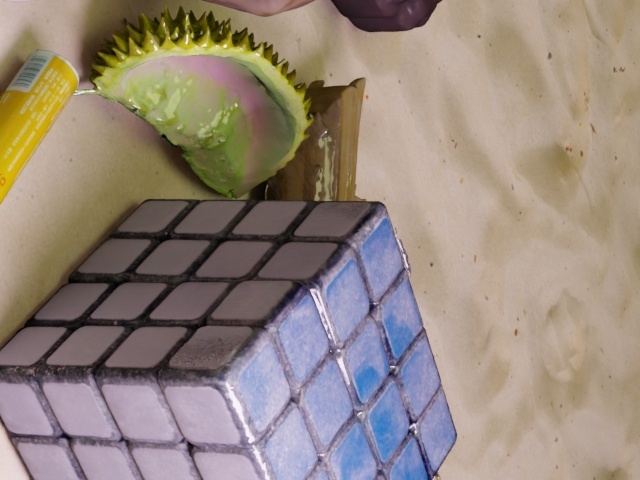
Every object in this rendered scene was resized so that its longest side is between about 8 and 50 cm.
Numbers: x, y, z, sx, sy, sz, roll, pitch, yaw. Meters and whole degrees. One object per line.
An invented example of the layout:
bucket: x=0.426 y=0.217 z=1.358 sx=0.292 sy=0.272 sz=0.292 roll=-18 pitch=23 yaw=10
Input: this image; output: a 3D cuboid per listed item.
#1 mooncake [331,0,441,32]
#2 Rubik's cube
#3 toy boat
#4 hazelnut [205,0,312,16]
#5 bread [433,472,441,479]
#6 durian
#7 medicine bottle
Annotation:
mooncake: x=0.102 y=-0.428 z=2.283 sx=0.283 sy=0.141 sz=0.283 roll=-7 pitch=98 yaw=-56
Rubik's cube: x=-0.096 y=0.176 z=1.801 sx=0.337 sy=0.344 sz=0.344 roll=-49 pitch=128 yaw=-45
toy boat: x=0.000 y=0.000 z=2.138 sx=0.162 sy=0.136 sz=0.445 roll=21 pitch=72 yaw=-60
hazelnut: x=-0.063 y=-0.432 z=1.861 sx=0.315 sy=0.372 sz=0.372 roll=39 pitch=55 yaw=-78
bread: x=0.091 y=0.438 z=2.304 sx=0.142 sy=0.178 sz=0.266 roll=-80 pitch=167 yaw=-81
durian: x=-0.128 y=-0.165 z=1.927 sx=0.355 sy=0.157 sz=0.169 roll=33 pitch=80 yaw=-52
medicine bottle: x=-0.321 y=-0.102 z=1.704 sx=0.074 sy=0.074 sz=0.218 roll=60 pitch=43 yaw=-37
